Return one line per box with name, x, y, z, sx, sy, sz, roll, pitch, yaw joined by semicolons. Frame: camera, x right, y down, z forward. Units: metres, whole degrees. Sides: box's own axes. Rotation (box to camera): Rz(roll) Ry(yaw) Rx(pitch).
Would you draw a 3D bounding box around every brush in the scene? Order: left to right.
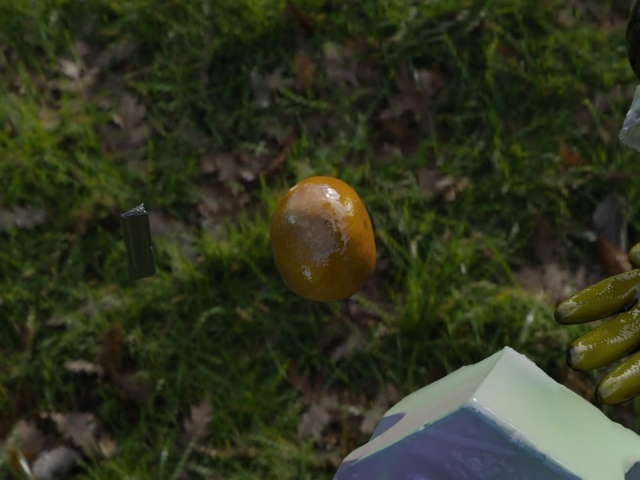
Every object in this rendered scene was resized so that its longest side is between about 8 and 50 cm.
brush;-0.214;0.000;1.531;0.034;0.190;0.028;-12;68;-9

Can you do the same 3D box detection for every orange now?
orange;0.000;0.000;1.605;0.124;0.156;0.156;-18;43;16

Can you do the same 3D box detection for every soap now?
soap;0.125;0.329;1.394;0.261;0.446;0.156;35;31;13

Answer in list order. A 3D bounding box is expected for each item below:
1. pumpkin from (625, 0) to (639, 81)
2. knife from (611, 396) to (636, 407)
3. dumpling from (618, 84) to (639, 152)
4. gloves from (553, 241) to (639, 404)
pumpkin;0.375;-0.192;1.187;0.194;0.150;0.194;-31;20;13
knife;0.414;0.173;1.602;0.170;0.023;0.010;-16;25;-28
dumpling;0.524;-0.188;1.887;0.181;0.155;0.111;-34;29;28
gloves;0.338;0.060;1.161;0.294;0.116;0.133;-24;66;-22
